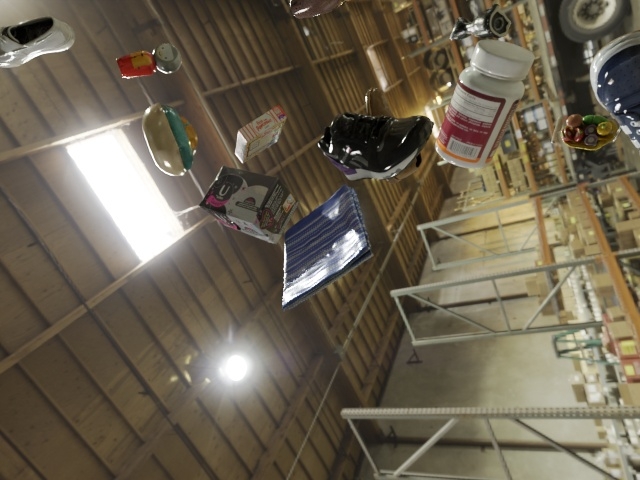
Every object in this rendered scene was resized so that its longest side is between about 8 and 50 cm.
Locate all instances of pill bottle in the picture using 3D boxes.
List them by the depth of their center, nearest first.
[{"bbox_3d":[0.574,-0.477,1.451,0.224,0.223,0.392,-67,-9,-47],"label":"pill bottle"}]

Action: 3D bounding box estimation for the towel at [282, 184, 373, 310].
[{"bbox_3d":[0.000,0.000,0.996,0.040,0.243,0.336,47,-162,-25],"label":"towel"}]

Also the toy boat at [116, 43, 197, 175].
[{"bbox_3d":[-0.396,-0.329,1.062,0.267,0.148,0.319,-134,29,-54],"label":"toy boat"}]

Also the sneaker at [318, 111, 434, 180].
[{"bbox_3d":[0.079,-0.183,0.752,0.124,0.283,0.107,34,-104,-20],"label":"sneaker"}]

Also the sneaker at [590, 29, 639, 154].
[{"bbox_3d":[0.431,-0.118,0.499,0.282,0.099,0.153,29,-125,-31],"label":"sneaker"}]

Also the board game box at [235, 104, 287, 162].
[{"bbox_3d":[-0.186,-0.321,1.255,0.146,0.193,0.045,-38,-88,-17],"label":"board game box"}]

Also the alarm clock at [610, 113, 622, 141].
[{"bbox_3d":[0.562,-0.255,0.716,0.192,0.064,0.129,-57,-20,-5],"label":"alarm clock"}]

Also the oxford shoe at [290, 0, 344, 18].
[{"bbox_3d":[-0.008,-0.404,0.517,0.096,0.098,0.272,28,-126,-49],"label":"oxford shoe"}]

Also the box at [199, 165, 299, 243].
[{"bbox_3d":[-0.223,-0.113,1.264,0.164,0.247,0.142,-62,-36,-14],"label":"box"}]

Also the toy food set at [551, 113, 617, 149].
[{"bbox_3d":[0.972,-0.415,1.517,0.071,0.217,0.128,26,-92,-46],"label":"toy food set"}]

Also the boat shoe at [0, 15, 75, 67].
[{"bbox_3d":[-0.567,-0.380,0.773,0.063,0.184,0.066,29,-125,-84],"label":"boat shoe"}]

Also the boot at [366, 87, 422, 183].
[{"bbox_3d":[0.221,-0.331,1.214,0.112,0.115,0.306,-1,-107,-47],"label":"boot"}]

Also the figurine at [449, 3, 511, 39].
[{"bbox_3d":[0.514,-0.744,1.284,0.092,0.209,0.215,14,-77,-27],"label":"figurine"}]
